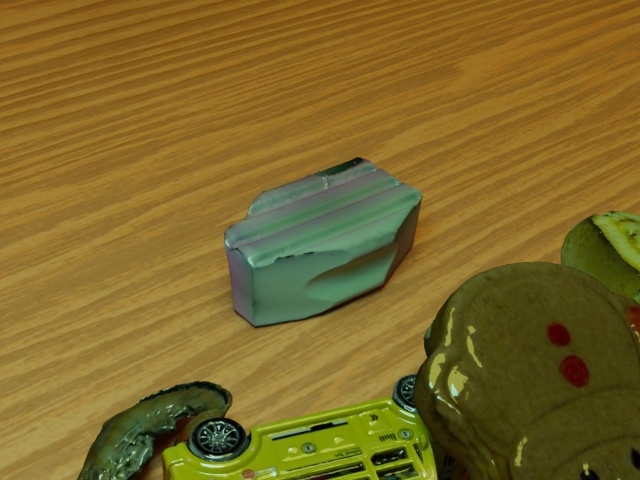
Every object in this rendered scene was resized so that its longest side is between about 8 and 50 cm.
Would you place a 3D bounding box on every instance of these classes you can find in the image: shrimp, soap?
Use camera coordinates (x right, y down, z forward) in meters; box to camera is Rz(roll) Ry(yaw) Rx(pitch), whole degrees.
[{"bbox_3d":[-0.176,0.219,1.186,0.173,0.058,0.253,-20,16,9],"label":"shrimp"},{"bbox_3d":[0.000,0.000,1.560,0.324,0.109,0.193,-22,40,-36],"label":"soap"}]

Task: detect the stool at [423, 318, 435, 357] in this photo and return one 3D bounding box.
[{"bbox_3d":[0.220,0.156,1.316,0.228,0.139,0.153,20,34,18],"label":"stool"}]

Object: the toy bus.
[{"bbox_3d":[0.012,0.257,1.130,0.331,0.145,0.151,-10,39,-16],"label":"toy bus"}]

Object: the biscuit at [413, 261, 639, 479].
[{"bbox_3d":[0.275,0.198,1.155,0.359,0.074,0.381,-9,65,-30],"label":"biscuit"}]

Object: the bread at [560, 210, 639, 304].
[{"bbox_3d":[0.459,0.052,1.532,0.186,0.124,0.257,-11,34,-34],"label":"bread"}]
